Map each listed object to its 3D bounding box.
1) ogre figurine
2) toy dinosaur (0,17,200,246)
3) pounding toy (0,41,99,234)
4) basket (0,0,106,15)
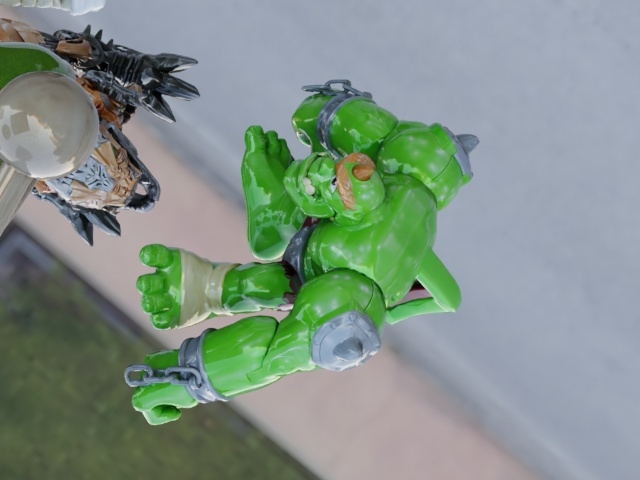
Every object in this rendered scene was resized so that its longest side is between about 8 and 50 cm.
[{"bbox_3d":[0.000,0.000,0.910,0.118,0.197,0.097,-2,115,38],"label":"ogre figurine"},{"bbox_3d":[-0.218,-0.116,1.530,0.218,0.164,0.322,19,-145,-53],"label":"toy dinosaur"},{"bbox_3d":[-0.219,-0.047,1.020,0.110,0.183,0.237,39,177,-24],"label":"pounding toy"},{"bbox_3d":[-0.176,-0.214,1.114,0.167,0.103,0.113,-111,26,-50],"label":"basket"}]
